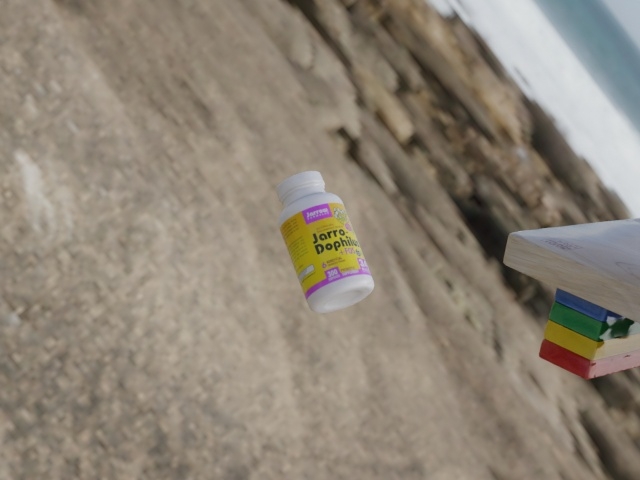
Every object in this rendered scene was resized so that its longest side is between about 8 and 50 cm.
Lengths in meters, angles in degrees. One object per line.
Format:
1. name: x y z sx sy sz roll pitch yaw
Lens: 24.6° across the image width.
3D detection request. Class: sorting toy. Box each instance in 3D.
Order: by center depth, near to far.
1. sorting toy: 0.302 0.069 1.090 0.257 0.089 0.255 25 20 38

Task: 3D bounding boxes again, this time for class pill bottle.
1. pill bottle: 0.000 0.000 0.914 0.043 0.043 0.083 20 45 -64
